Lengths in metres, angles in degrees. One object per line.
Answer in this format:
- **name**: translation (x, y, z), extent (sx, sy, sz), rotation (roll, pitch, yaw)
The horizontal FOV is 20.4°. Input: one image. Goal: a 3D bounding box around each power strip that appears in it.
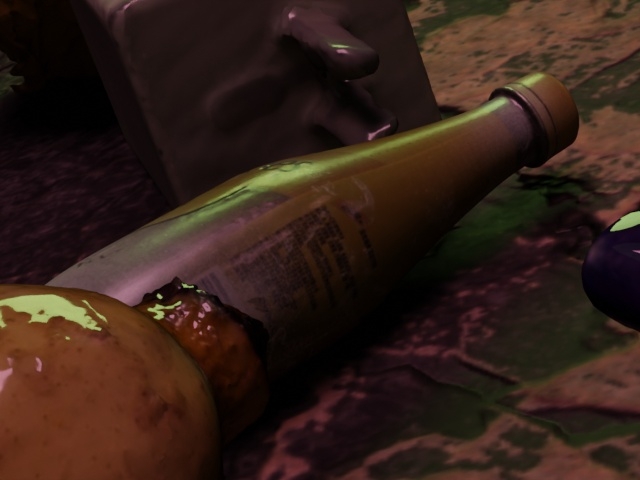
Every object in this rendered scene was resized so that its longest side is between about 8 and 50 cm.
- **power strip**: translation (-0.032, -0.091, 0.877), extent (0.140, 0.139, 0.224), rotation (-23, 27, -8)

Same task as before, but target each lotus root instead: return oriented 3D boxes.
- **lotus root**: translation (-0.131, 0.106, 0.560), extent (0.284, 0.146, 0.160), rotation (-35, -7, -23)

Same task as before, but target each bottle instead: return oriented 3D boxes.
- **bottle**: translation (0.000, 0.000, 0.751), extent (0.269, 0.083, 0.083), rotation (-30, 28, -25)

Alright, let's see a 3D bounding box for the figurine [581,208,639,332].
- **figurine**: translation (0.246, 0.036, 0.399), extent (0.421, 0.154, 0.193), rotation (24, 23, 34)

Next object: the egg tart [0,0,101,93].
- **egg tart**: translation (-0.119, -0.162, 1.054), extent (0.291, 0.107, 0.291), rotation (-15, -15, -4)
